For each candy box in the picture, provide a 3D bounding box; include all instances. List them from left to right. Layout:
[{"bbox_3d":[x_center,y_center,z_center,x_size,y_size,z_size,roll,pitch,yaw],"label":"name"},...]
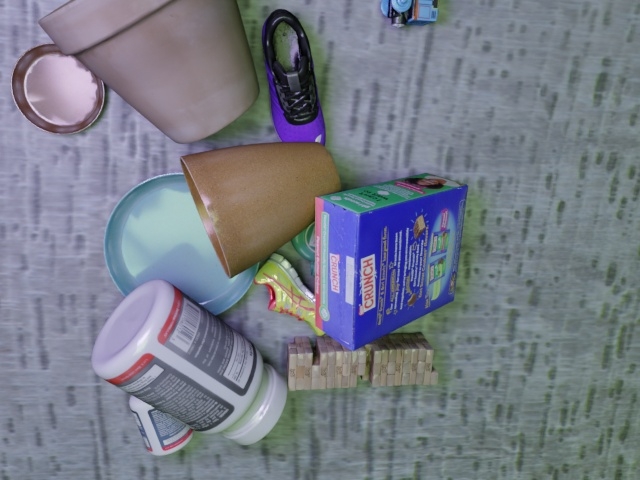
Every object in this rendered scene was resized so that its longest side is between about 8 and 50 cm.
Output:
[{"bbox_3d":[0.139,0.028,1.073,0.317,0.122,0.268,-17,117,-40],"label":"candy box"}]

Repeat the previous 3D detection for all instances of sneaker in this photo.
[{"bbox_3d":[-0.066,0.132,1.172,0.094,0.081,0.209,-41,96,-22],"label":"sneaker"},{"bbox_3d":[-0.054,-0.289,1.041,0.102,0.146,0.294,-15,105,-3],"label":"sneaker"}]

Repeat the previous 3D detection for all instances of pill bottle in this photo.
[{"bbox_3d":[-0.352,0.362,1.191,0.107,0.108,0.180,-16,106,-3],"label":"pill bottle"},{"bbox_3d":[-0.247,0.257,1.099,0.210,0.210,0.363,-43,120,5],"label":"pill bottle"}]

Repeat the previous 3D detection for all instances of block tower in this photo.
[{"bbox_3d":[0.092,0.270,1.234,0.335,0.091,0.097,1,105,-8],"label":"block tower"}]

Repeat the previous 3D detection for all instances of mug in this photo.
[{"bbox_3d":[0.005,-0.008,1.147,0.129,0.097,0.158,-31,106,1],"label":"mug"}]

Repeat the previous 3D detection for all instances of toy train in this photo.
[{"bbox_3d":[0.176,-0.506,1.055,0.105,0.080,0.184,-2,103,-16],"label":"toy train"}]

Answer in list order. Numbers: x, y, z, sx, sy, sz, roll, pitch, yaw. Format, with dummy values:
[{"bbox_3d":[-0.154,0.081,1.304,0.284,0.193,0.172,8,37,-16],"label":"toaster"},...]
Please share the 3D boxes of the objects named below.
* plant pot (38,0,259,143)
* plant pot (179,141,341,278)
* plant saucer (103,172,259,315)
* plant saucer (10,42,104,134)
[{"bbox_3d":[-0.251,-0.336,0.945,0.323,0.323,0.280,-31,122,1],"label":"plant pot"},{"bbox_3d":[-0.099,-0.088,1.021,0.254,0.237,0.237,-24,107,-14],"label":"plant pot"},{"bbox_3d":[-0.284,0.014,1.144,0.317,0.044,0.318,-2,105,-7],"label":"plant saucer"},{"bbox_3d":[-0.497,-0.288,1.045,0.168,0.029,0.169,-2,105,-7],"label":"plant saucer"}]
